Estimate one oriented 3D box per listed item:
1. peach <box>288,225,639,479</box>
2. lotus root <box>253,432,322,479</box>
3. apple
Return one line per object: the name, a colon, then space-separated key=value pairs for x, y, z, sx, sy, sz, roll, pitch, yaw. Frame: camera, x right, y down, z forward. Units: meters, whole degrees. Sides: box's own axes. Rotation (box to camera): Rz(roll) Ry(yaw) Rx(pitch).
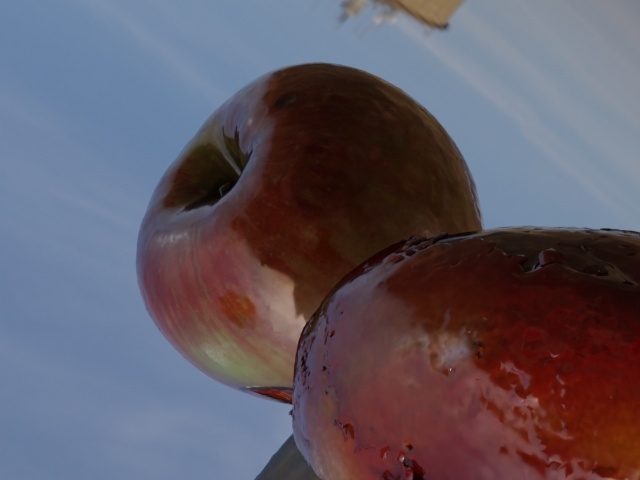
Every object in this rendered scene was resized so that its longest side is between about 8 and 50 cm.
peach: x=0.070 y=0.040 z=0.380 sx=0.172 sy=0.093 sz=0.127 roll=17 pitch=-170 yaw=29
lotus root: x=0.074 y=0.177 z=0.702 sx=0.210 sy=0.314 sz=0.142 roll=26 pitch=-159 yaw=-42
apple: x=0.000 y=0.000 z=0.526 sx=0.131 sy=0.146 sz=0.146 roll=38 pitch=-160 yaw=-31
